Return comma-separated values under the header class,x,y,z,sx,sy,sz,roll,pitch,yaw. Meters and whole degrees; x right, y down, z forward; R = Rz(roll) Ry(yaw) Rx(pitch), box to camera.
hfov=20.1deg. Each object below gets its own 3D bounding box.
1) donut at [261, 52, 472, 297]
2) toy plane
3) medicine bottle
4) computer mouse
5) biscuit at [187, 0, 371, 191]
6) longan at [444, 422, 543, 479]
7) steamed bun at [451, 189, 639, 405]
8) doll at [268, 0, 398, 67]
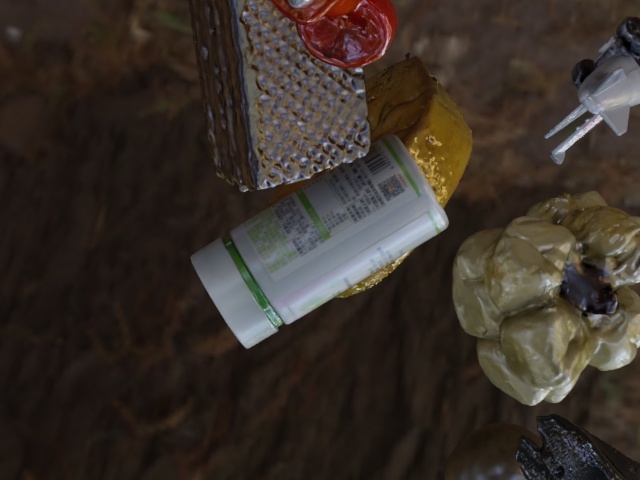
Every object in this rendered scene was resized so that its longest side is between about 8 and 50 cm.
class,x,y,z,sx,sy,sz,roll,pitch,yaw
donut,0.049,-0.056,1.855,0.108,0.277,0.277,40,142,-16
toy plane,0.220,-0.118,1.226,0.065,0.171,0.162,48,134,3
medicine bottle,0.000,0.000,1.374,0.183,0.086,0.086,-31,140,1
computer mouse,0.227,0.208,1.552,0.135,0.047,0.079,42,113,0
biscuit,-0.034,-0.166,1.276,0.070,0.106,0.252,21,123,54
longan,0.173,0.228,1.780,0.092,0.113,0.113,51,141,-3
steamed bun,0.222,0.060,1.635,0.177,0.192,0.106,-15,-166,-25
doll,-0.004,-0.228,0.691,0.183,0.160,0.363,6,124,16
